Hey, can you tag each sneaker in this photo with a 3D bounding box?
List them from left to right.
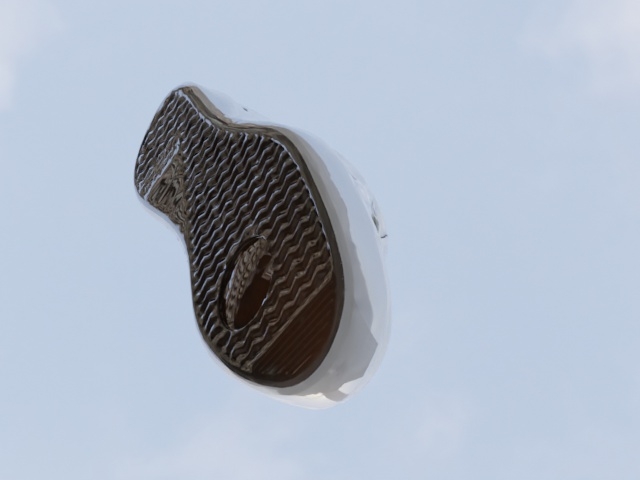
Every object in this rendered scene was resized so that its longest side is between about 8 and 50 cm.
[{"bbox_3d":[0.000,0.000,0.792,0.123,0.290,0.106,23,-75,-25],"label":"sneaker"}]
